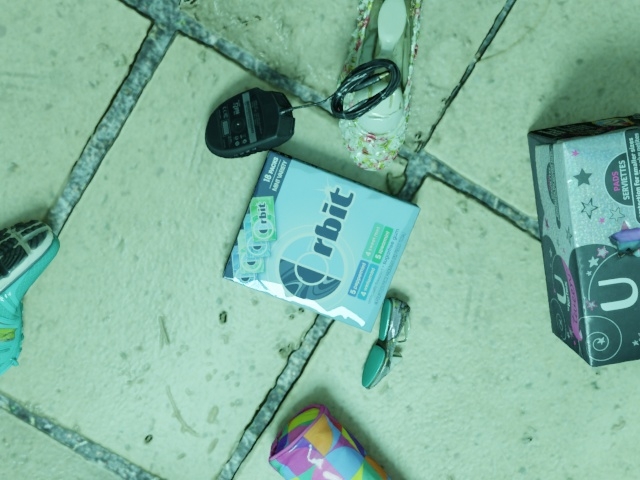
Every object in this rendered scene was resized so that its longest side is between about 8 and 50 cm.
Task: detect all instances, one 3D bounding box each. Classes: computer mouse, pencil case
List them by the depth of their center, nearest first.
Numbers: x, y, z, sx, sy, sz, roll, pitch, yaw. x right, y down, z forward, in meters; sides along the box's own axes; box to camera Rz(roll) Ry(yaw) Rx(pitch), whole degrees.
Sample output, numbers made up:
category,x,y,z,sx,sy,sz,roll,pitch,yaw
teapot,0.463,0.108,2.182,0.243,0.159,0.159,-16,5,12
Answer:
category,x,y,z,sx,sy,sz,roll,pitch,yaw
computer mouse,-0.020,-0.143,1.289,0.242,0.041,0.071,-14,72,22
pencil case,0.037,0.304,1.368,0.104,0.104,0.236,-38,97,4

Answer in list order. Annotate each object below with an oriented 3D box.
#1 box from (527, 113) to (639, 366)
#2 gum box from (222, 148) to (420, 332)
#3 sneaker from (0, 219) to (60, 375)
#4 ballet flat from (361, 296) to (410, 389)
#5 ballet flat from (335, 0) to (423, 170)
category,x,y,z,sx,sy,sz,roll,pitch,yaw
box,0.325,-0.005,1.291,0.142,0.163,0.247,-10,99,-2
gum box,0.000,0.000,1.344,0.184,0.041,0.157,20,98,-5
sneaker,-0.384,0.096,1.333,0.110,0.107,0.275,35,93,-36
ballet flat,0.082,0.124,1.370,0.041,0.041,0.114,15,99,-4
ballet flat,0.065,-0.194,1.297,0.091,0.077,0.241,4,100,-3
